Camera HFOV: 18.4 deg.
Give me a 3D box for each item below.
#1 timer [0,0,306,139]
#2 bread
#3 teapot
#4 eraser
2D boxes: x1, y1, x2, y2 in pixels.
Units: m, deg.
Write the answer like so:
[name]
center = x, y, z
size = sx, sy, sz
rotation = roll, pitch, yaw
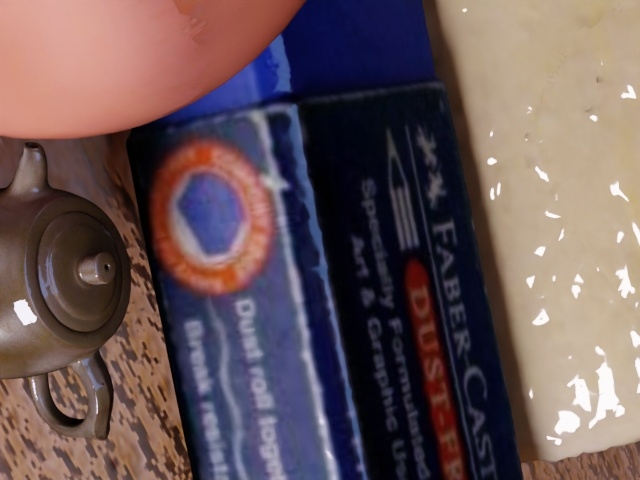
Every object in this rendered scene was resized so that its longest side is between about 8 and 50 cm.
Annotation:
[timer]
center = -0.094, -0.157, 0.694
size = 0.229, 0.229, 0.215
rotation = 49, 43, -35
[bread]
center = 0.219, -0.108, 1.039
size = 0.371, 0.279, 0.390
rotation = -17, 100, -57
[teapot]
center = -0.106, 0.022, 0.770
size = 0.076, 0.068, 0.121
rotation = -25, 103, -52
[eraser]
center = 0.000, 0.000, 0.887
size = 0.155, 0.101, 0.332
rotation = -14, 94, -54
